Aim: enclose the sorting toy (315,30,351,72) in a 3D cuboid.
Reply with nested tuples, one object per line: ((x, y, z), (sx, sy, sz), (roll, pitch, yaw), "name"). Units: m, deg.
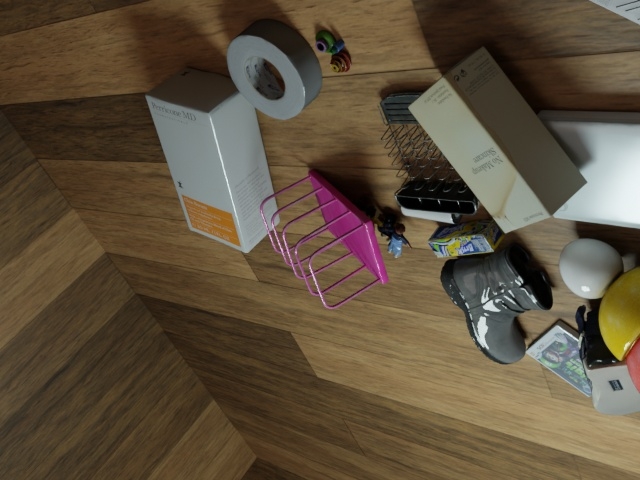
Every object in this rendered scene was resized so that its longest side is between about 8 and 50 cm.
((0.022, -0.391, 1.510), (0.102, 0.042, 0.061), (45, 149, -6), "sorting toy")

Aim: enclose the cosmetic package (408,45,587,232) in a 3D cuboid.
((0.319, -0.178, 1.326), (0.309, 0.113, 0.160), (52, 160, -1), "cosmetic package")

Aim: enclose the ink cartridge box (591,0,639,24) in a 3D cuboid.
((0.503, -0.350, 1.035), (0.207, 0.046, 0.097), (32, 149, 13), "ink cartridge box")

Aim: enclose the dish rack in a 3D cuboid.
((0.223, -0.184, 1.523), (0.208, 0.074, 0.272), (7, 135, 42), "dish rack")

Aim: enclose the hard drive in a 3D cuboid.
((0.565, -0.117, 1.262), (0.353, 0.047, 0.233), (11, 138, 40), "hard drive")

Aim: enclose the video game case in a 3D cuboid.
((0.614, 0.288, 1.744), (0.190, 0.022, 0.173), (35, 149, 9), "video game case")

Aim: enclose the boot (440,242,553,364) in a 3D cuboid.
((0.447, 0.164, 1.688), (0.222, 0.118, 0.338), (-14, 124, 48), "boot")

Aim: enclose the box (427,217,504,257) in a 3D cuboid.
((0.329, -0.004, 1.647), (0.169, 0.059, 0.054), (-9, 123, 52), "box")

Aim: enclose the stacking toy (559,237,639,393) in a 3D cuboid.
((0.653, 0.161, 1.357), (0.480, 0.350, 0.351), (46, 155, 30), "stacking toy")

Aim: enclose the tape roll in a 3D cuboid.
((-0.105, -0.383, 1.630), (0.219, 0.072, 0.219), (29, 148, 20), "tape roll")

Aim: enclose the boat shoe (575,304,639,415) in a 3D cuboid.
((0.641, 0.262, 1.591), (0.127, 0.158, 0.340), (-12, 144, 19), "boat shoe")

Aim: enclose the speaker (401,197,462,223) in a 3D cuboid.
((0.253, -0.075, 1.646), (0.136, 0.055, 0.055), (12, 139, 38), "speaker")

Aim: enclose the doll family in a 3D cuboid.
((0.150, -0.038, 1.794), (0.193, 0.076, 0.111), (27, 142, 13), "doll family")

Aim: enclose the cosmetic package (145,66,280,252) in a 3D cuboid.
((-0.274, -0.207, 1.921), (0.230, 0.161, 0.453), (20, 139, 31), "cosmetic package")

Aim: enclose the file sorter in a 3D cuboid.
((0.000, 0.000, 1.790), (0.291, 0.182, 0.202), (46, 161, 48), "file sorter")
